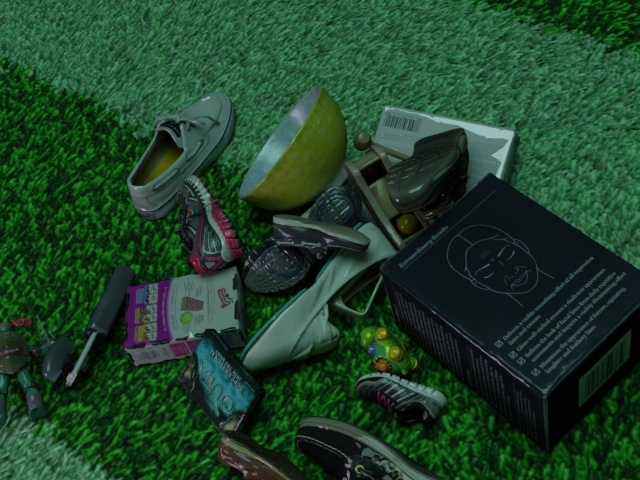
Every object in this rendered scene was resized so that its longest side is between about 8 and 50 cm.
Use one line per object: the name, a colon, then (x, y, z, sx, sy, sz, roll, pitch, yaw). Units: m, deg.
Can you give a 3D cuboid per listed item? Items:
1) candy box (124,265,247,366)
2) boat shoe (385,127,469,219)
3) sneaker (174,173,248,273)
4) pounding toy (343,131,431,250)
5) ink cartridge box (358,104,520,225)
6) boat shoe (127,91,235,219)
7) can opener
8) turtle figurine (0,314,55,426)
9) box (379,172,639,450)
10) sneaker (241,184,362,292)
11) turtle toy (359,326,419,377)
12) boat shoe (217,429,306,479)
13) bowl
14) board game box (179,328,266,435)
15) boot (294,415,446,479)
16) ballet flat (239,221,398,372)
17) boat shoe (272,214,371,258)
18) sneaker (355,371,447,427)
candy box: (-0.268, 0.151, 2.075, 0.233, 0.071, 0.159, -11, 51, 7)
boat shoe: (0.224, -0.110, 1.959, 0.132, 0.130, 0.355, -13, 16, 27)
sneaker: (-0.253, -0.040, 2.157, 0.112, 0.121, 0.299, -31, 33, -5)
pounding toy: (0.149, -0.124, 2.070, 0.155, 0.154, 0.269, -32, 76, -3)
ink cartridge box: (0.238, -0.130, 2.169, 0.296, 0.066, 0.261, 15, 83, 24)
boat shoe: (-0.322, -0.231, 2.330, 0.136, 0.156, 0.367, 20, 61, 27)
can opener: (-0.470, 0.165, 2.096, 0.095, 0.076, 0.283, 27, 56, -12)
turtle figurine: (-0.616, 0.248, 2.068, 0.175, 0.118, 0.234, -18, 56, 0)
box: (0.352, 0.119, 1.851, 0.293, 0.212, 0.395, -39, 55, -16)
sneaker: (-0.032, 0.003, 2.114, 0.297, 0.129, 0.111, -37, 92, 5)
turtle toy: (0.121, 0.206, 1.930, 0.066, 0.095, 0.130, -42, 51, 8)
boat shoe: (-0.106, 0.405, 1.850, 0.178, 0.064, 0.060, 27, 101, 18)
bowl: (-0.028, -0.164, 2.184, 0.156, 0.289, 0.289, 35, 59, -14)
board game box: (-0.186, 0.271, 1.942, 0.186, 0.026, 0.126, 45, 114, 37)
boot: (0.055, 0.478, 1.704, 0.377, 0.138, 0.284, 27, 64, 24)
ballet flat: (0.015, 0.128, 1.997, 0.139, 0.139, 0.400, 29, 64, 31)
boat shoe: (0.000, 0.000, 2.000, 0.206, 0.065, 0.075, 14, 13, 22)
sneaker: (0.138, 0.292, 1.867, 0.170, 0.063, 0.075, 13, 51, 17)
